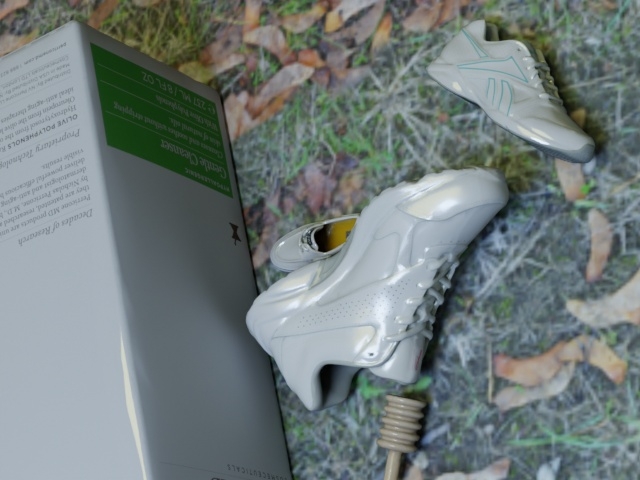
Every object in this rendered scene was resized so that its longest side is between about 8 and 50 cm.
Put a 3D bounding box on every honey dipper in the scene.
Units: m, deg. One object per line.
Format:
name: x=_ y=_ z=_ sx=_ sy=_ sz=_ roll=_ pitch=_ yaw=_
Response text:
honey dipper: x=0.044 y=0.189 z=1.347 sx=0.030 sy=0.030 sz=0.160 roll=9 pitch=85 yaw=36

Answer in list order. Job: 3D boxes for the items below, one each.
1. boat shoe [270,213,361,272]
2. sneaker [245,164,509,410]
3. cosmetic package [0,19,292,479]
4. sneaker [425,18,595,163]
boat shoe: x=0.000 y=0.000 z=1.422 sx=0.100 sy=0.035 sz=0.035 roll=-12 pitch=72 yaw=32
sneaker: x=0.057 y=0.039 z=1.352 sx=0.232 sy=0.090 sz=0.115 roll=-42 pitch=64 yaw=30
cosmetic package: x=-0.155 y=0.051 z=1.419 sx=0.155 sy=0.197 sz=0.365 roll=-23 pitch=67 yaw=25
sneaker: x=0.139 y=-0.106 z=1.342 sx=0.152 sy=0.054 sz=0.061 roll=40 pitch=99 yaw=36
